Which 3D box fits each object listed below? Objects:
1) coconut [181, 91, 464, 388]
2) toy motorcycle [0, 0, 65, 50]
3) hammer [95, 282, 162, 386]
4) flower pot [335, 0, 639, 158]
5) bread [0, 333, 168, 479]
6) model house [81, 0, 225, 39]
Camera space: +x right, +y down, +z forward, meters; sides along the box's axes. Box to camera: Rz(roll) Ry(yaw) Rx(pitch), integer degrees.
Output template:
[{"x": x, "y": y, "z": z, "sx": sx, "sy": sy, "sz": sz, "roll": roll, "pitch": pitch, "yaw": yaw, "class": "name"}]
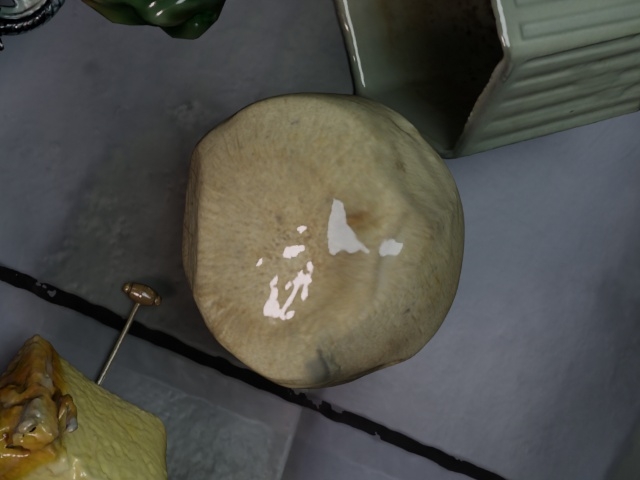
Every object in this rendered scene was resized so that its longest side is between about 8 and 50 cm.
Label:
[{"x": 0.000, "y": 0.000, "z": 1.307, "sx": 0.224, "sy": 0.224, "sz": 0.224, "roll": 2, "pitch": 85, "yaw": -28, "class": "coconut"}, {"x": -0.317, "y": -0.144, "z": 1.192, "sx": 0.315, "sy": 0.113, "sz": 0.169, "roll": 5, "pitch": 93, "yaw": -18, "class": "toy motorcycle"}, {"x": -0.148, "y": 0.086, "z": 1.316, "sx": 0.029, "sy": 0.014, "sz": 0.123, "roll": 26, "pitch": 76, "yaw": -2, "class": "hammer"}, {"x": 0.138, "y": -0.189, "z": 1.375, "sx": 0.189, "sy": 0.239, "sz": 0.209, "roll": -14, "pitch": 62, "yaw": -29, "class": "flower pot"}, {"x": -0.184, "y": 0.159, "z": 1.260, "sx": 0.147, "sy": 0.127, "sz": 0.152, "roll": 40, "pitch": 108, "yaw": -23, "class": "bread"}, {"x": -0.211, "y": -0.397, "z": 1.015, "sx": 0.400, "sy": 0.395, "sz": 0.445, "roll": 10, "pitch": 120, "yaw": -28, "class": "model house"}]
